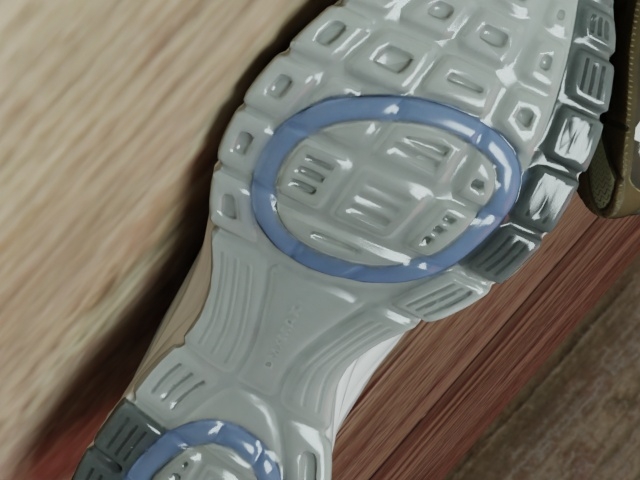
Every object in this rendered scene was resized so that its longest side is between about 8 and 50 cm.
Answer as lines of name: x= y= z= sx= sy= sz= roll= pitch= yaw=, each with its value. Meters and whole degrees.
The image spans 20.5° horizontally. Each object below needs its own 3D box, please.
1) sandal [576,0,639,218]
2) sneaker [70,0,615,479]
sandal: x=0.130 y=-0.114 z=0.594 sx=0.090 sy=0.060 sz=0.219 roll=167 pitch=-70 yaw=-83
sneaker: x=0.000 y=0.000 z=0.641 sx=0.297 sy=0.111 sz=0.129 roll=-55 pitch=-171 yaw=24
